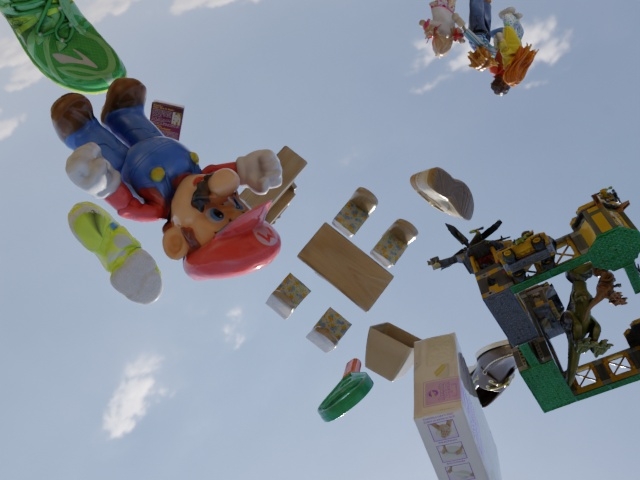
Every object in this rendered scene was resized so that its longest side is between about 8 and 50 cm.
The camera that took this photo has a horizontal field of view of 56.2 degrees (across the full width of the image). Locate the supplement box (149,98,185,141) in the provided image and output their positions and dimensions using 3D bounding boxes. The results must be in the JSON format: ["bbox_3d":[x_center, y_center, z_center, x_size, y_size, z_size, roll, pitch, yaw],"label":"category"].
[{"bbox_3d":[-0.268,-0.196,1.033,0.055,0.083,0.043,11,-162,-13],"label":"supplement box"}]

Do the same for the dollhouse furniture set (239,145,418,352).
[{"bbox_3d":[0.000,0.000,1.441,0.362,0.394,0.256,-51,177,-21],"label":"dollhouse furniture set"}]

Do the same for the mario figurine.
[{"bbox_3d":[-0.168,-0.090,0.723,0.320,0.170,0.198,41,-99,12],"label":"mario figurine"}]

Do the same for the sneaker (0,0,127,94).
[{"bbox_3d":[-0.407,-0.335,0.868,0.109,0.295,0.123,-46,-167,-18],"label":"sneaker"}]

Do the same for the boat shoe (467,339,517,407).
[{"bbox_3d":[0.448,0.346,1.549,0.117,0.324,0.096,-3,-120,-7],"label":"boat shoe"}]

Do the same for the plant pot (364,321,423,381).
[{"bbox_3d":[0.160,0.255,1.353,0.109,0.109,0.096,26,-79,27],"label":"plant pot"}]

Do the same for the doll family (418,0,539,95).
[{"bbox_3d":[0.310,-0.368,1.098,0.118,0.263,0.163,-22,-124,51],"label":"doll family"}]

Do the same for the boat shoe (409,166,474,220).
[{"bbox_3d":[0.221,-0.084,1.080,0.059,0.170,0.063,2,-111,42],"label":"boat shoe"}]

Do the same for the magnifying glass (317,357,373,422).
[{"bbox_3d":[0.044,0.224,0.940,0.092,0.026,0.231,-37,176,7],"label":"magnifying glass"}]

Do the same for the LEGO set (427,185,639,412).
[{"bbox_3d":[0.333,0.063,0.829,0.255,0.331,0.192,-35,-153,22],"label":"LEGO set"}]

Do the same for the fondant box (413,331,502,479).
[{"bbox_3d":[0.279,0.389,1.195,0.096,0.330,0.238,-18,-159,17],"label":"fondant box"}]

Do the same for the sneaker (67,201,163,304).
[{"bbox_3d":[-0.390,0.013,1.153,0.091,0.240,0.126,-34,-150,-10],"label":"sneaker"}]
